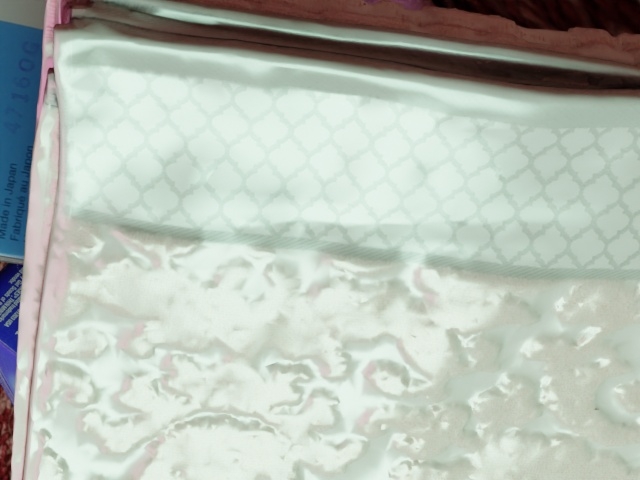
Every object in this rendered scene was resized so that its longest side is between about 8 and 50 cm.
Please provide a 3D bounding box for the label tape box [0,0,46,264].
[{"bbox_3d":[-0.209,-0.114,0.847,0.115,0.249,0.347,9,178,-26],"label":"label tape box"}]

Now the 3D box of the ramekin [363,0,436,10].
[{"bbox_3d":[0.000,0.000,0.758,0.135,0.277,0.277,44,165,-21],"label":"ramekin"}]

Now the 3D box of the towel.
[{"bbox_3d":[0.031,0.044,0.599,0.053,0.331,0.317,-94,12,-54],"label":"towel"}]

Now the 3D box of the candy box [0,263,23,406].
[{"bbox_3d":[-0.107,0.155,1.049,0.317,0.122,0.268,36,159,14],"label":"candy box"}]
